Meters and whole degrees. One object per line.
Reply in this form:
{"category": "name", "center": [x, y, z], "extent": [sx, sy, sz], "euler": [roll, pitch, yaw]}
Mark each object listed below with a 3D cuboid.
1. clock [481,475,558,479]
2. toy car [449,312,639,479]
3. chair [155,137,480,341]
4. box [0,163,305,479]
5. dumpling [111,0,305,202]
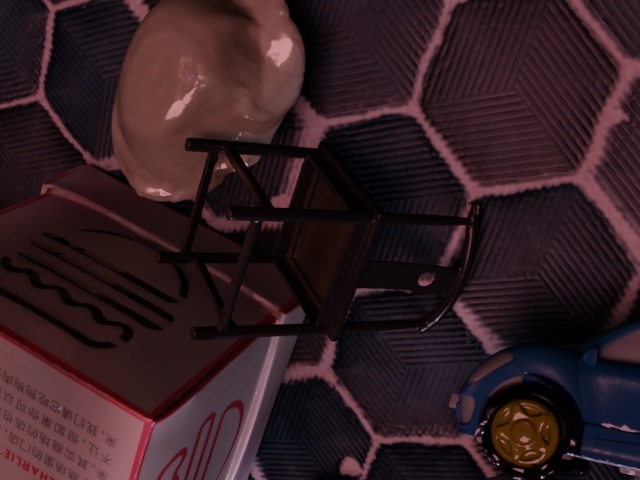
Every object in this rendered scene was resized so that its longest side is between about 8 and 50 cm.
{"category": "clock", "center": [0.227, 0.291, 0.807], "extent": [0.253, 0.189, 0.189], "euler": [22, 117, 9]}
{"category": "toy car", "center": [0.267, 0.136, 0.756], "extent": [0.314, 0.198, 0.166], "euler": [7, 78, 27]}
{"category": "chair", "center": [0.000, 0.000, 0.847], "extent": [0.141, 0.260, 0.155], "euler": [55, 134, 46]}
{"category": "box", "center": [-0.236, 0.151, 0.926], "extent": [0.314, 0.300, 0.312], "euler": [27, 117, 15]}
{"category": "dumpling", "center": [-0.109, -0.144, 0.859], "extent": [0.162, 0.132, 0.250], "euler": [33, 102, 19]}
